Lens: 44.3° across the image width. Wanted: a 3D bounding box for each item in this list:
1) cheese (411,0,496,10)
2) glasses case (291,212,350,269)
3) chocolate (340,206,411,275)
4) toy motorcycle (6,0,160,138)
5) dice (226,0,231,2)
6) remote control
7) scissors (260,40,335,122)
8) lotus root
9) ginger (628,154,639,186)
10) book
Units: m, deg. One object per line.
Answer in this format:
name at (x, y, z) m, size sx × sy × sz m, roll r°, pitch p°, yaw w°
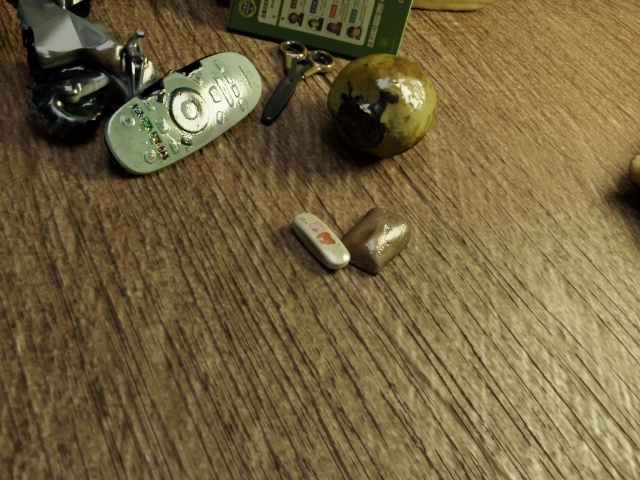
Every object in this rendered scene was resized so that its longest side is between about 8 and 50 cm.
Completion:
cheese at (0.213, -0.520, 1.273) m, size 0.384 × 0.384 × 0.104 m, roll -5°, pitch 68°, yaw -27°
glasses case at (0.000, 0.000, 0.870) m, size 0.032 × 0.021 × 0.083 m, roll -19°, pitch 54°, yaw -35°
chocolate at (0.063, -0.007, 0.897) m, size 0.065 × 0.031 × 0.101 m, roll 31°, pitch 43°, yaw 19°
toy motorcycle at (-0.285, -0.237, 0.943) m, size 0.159 × 0.106 × 0.270 m, roll -8°, pitch 63°, yaw -23°
dice at (-0.082, -0.477, 1.245) m, size 0.175 × 0.173 × 0.179 m, roll 1°, pitch 45°, yaw -19°
remote control at (-0.160, -0.157, 0.944) m, size 0.256 × 0.045 × 0.097 m, roll -40°, pitch 106°, yaw -44°
scissors at (-0.043, -0.220, 1.100) m, size 0.088 × 0.017 × 0.220 m, roll 22°, pitch 41°, yaw 1°
lotus root at (0.087, -0.185, 1.038) m, size 0.139 × 0.138 × 0.214 m, roll 27°, pitch 30°, yaw 7°
ginger at (0.545, -0.107, 1.138) m, size 0.190 × 0.126 × 0.354 m, roll 19°, pitch 37°, yaw 14°
book at (0.010, -0.384, 1.160) m, size 0.264 × 0.201 × 0.027 m, roll 10°, pitch 25°, yaw -11°
